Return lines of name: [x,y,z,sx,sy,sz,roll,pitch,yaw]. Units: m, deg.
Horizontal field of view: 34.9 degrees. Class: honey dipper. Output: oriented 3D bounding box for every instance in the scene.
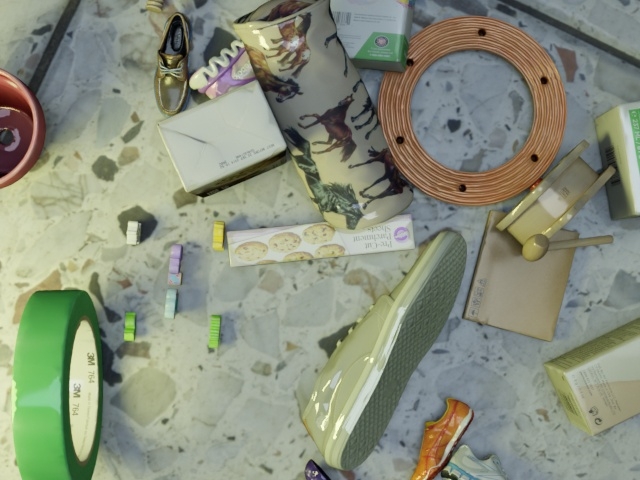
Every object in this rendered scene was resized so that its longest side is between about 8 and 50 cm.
honey dipper: [-0.277,-0.483,1.794,0.030,0.030,0.161,12,85,-1]

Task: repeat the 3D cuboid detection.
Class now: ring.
ring: [0.267,-0.228,1.798,0.336,0.032,0.337,0,87,-2]

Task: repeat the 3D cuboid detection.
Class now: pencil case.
pencil case: [0.016,-0.209,1.666,0.183,0.160,0.410,-44,119,-38]

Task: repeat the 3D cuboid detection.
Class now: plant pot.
plant pot: [-0.548,-0.178,1.700,0.201,0.180,0.201,0,88,-2]

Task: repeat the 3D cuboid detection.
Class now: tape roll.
tape roll: [-0.412,0.239,1.619,0.077,0.321,0.321,0,88,-1]

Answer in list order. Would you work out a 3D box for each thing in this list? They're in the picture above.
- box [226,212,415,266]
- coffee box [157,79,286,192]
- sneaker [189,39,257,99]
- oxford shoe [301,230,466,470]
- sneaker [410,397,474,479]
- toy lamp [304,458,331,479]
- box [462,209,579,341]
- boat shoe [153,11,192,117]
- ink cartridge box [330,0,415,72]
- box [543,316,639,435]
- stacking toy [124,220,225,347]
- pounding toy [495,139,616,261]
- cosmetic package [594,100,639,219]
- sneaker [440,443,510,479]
box: [0.000,0.000,1.767,0.324,0.063,0.067,-5,89,-2]
coffee box: [-0.151,-0.156,1.651,0.168,0.297,0.119,-24,91,-2]
sneaker: [-0.110,-0.312,1.766,0.236,0.095,0.104,-40,96,2]
oxford shoe: [0.104,0.170,1.730,0.130,0.169,0.449,28,85,35]
sneaker: [0.200,0.355,1.771,0.067,0.064,0.175,30,82,19]
toy lamp: [-0.092,0.496,1.742,0.274,0.080,0.080,-41,90,-2]
box: [0.354,0.063,1.795,0.164,0.021,0.201,15,87,-1]
boat shoe: [-0.259,-0.307,1.768,0.066,0.066,0.183,2,88,-1]
ink cartridge box: [0.082,-0.408,1.753,0.154,0.093,0.212,7,89,13]
box: [0.557,0.204,1.735,0.311,0.148,0.121,-25,90,-1]
stacking toy: [-0.253,0.072,1.764,0.167,0.052,0.221,3,89,-1]
pounding toy: [0.409,-0.033,1.725,0.155,0.154,0.269,45,60,5]
cosmetic package: [0.680,-0.157,1.745,0.365,0.155,0.197,-10,87,0]
sneaker: [0.305,0.418,1.762,0.190,0.071,0.083,35,64,-9]
